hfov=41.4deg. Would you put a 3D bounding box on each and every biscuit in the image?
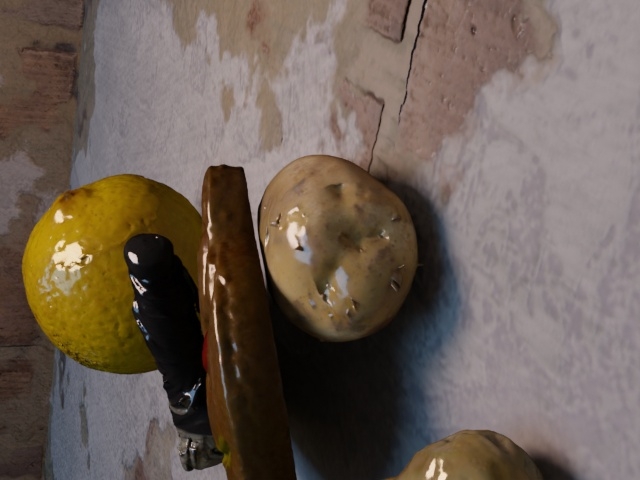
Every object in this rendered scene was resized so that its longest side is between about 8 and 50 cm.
[{"bbox_3d":[-0.086,0.097,0.860,0.394,0.070,0.350,-120,22,-75],"label":"biscuit"}]

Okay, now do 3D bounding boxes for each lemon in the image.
[{"bbox_3d":[-0.270,0.048,1.175,0.293,0.293,0.293,-179,90,-65],"label":"lemon"}]

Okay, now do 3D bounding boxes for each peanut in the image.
[{"bbox_3d":[0.075,0.221,0.629,0.263,0.101,0.117,129,155,-53],"label":"peanut"}]

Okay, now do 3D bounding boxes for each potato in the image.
[{"bbox_3d":[0.001,-0.004,0.764,0.234,0.128,0.161,-109,37,-47],"label":"potato"}]

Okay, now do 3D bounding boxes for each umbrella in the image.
[{"bbox_3d":[-0.157,0.137,1.024,0.113,0.106,0.357,-100,2,-51],"label":"umbrella"}]
